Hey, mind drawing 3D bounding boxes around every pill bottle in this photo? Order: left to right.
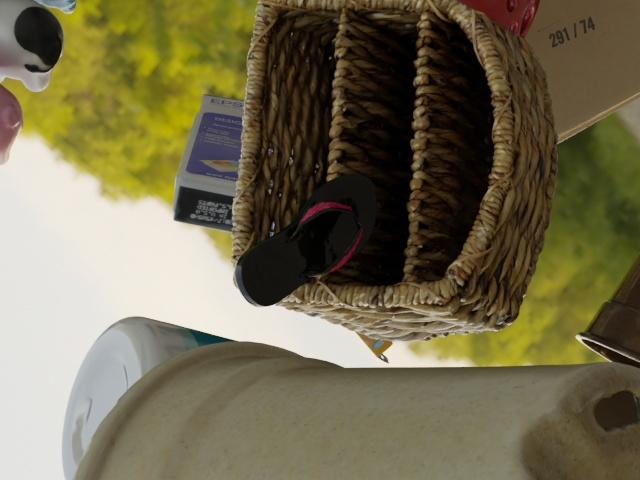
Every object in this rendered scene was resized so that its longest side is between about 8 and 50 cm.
[{"bbox_3d":[-0.047,0.153,1.234,0.264,0.146,0.146,16,-163,-29],"label":"pill bottle"}]

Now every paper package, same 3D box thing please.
[{"bbox_3d":[0.275,-0.295,2.054,0.309,0.325,0.168,63,175,-21],"label":"paper package"}]

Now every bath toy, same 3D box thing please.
[{"bbox_3d":[-0.347,-0.153,1.610,0.151,0.348,0.129,14,155,5],"label":"bath toy"}]

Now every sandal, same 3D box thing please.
[{"bbox_3d":[0.000,0.000,1.388,0.040,0.179,0.067,-17,106,46],"label":"sandal"}]

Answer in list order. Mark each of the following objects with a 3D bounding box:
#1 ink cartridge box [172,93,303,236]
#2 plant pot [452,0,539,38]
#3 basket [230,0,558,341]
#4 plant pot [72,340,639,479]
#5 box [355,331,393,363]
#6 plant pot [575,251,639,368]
[{"bbox_3d":[-0.006,-0.072,1.913,0.303,0.072,0.307,10,-160,-2],"label":"ink cartridge box"},{"bbox_3d":[0.153,-0.285,1.806,0.191,0.174,0.191,32,159,14],"label":"plant pot"},{"bbox_3d":[0.072,-0.074,1.498,0.213,0.299,0.223,-8,159,40],"label":"basket"},{"bbox_3d":[0.066,0.201,0.984,0.305,0.334,0.334,-16,140,42],"label":"plant pot"},{"bbox_3d":[0.039,0.079,1.871,0.136,0.028,0.081,48,-176,-3],"label":"box"},{"bbox_3d":[0.347,0.056,1.524,0.167,0.165,0.167,28,177,1],"label":"plant pot"}]
